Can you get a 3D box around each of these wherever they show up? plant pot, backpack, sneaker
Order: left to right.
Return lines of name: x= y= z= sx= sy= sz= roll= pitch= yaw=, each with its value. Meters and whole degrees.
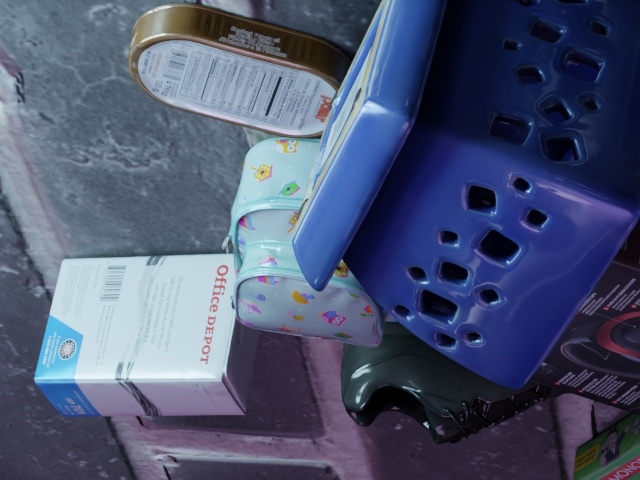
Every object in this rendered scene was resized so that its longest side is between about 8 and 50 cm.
backpack: x=0.000 y=0.000 z=1.683 sx=0.165 sy=0.144 sz=0.188 roll=11 pitch=144 yaw=8
plant pot: x=0.113 y=-0.065 z=1.465 sx=0.212 sy=0.236 sz=0.236 roll=21 pitch=137 yaw=-6
sneaker: x=0.154 y=0.135 z=1.855 sx=0.286 sy=0.130 sz=0.109 roll=0 pitch=143 yaw=13

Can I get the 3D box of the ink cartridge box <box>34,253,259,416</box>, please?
ink cartridge box: x=-0.160 y=0.091 z=1.857 sx=0.190 sy=0.140 sz=0.082 roll=-1 pitch=147 yaw=16

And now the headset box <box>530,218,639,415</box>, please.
headset box: x=0.285 y=0.051 z=1.711 sx=0.293 sy=0.110 sz=0.218 roll=18 pitch=146 yaw=-12

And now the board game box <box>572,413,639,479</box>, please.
board game box: x=0.431 y=0.208 z=1.969 sx=0.213 sy=0.046 sz=0.317 roll=23 pitch=145 yaw=-18

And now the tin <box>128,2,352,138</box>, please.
tin: x=-0.064 y=-0.135 z=1.591 sx=0.189 sy=0.040 sz=0.106 roll=14 pitch=151 yaw=-7
